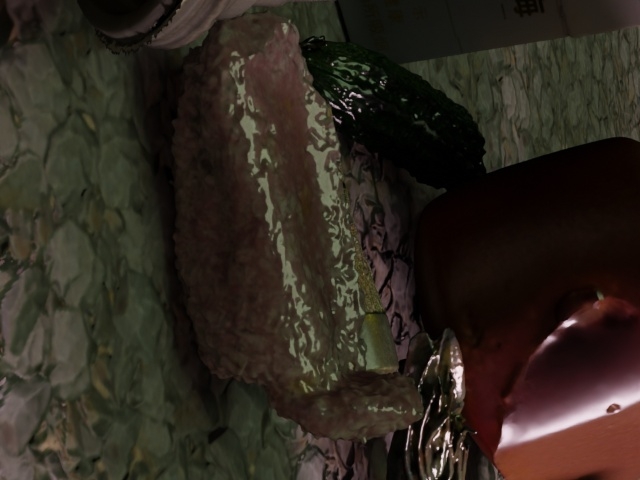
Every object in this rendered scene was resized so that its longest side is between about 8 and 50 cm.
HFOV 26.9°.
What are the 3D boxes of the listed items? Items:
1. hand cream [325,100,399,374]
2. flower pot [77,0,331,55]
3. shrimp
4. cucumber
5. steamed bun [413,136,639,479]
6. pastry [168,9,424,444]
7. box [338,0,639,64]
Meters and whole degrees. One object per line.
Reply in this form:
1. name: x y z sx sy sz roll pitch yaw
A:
1. hand cream: 0.000 0.000 0.907 0.084 0.084 0.203 6 75 -63
2. flower pot: -0.032 -0.203 0.671 0.141 0.235 0.235 2 83 -31
3. shrimp: 0.088 0.201 0.942 0.169 0.058 0.296 -118 -160 -47
4. cucumber: 0.057 -0.096 1.026 0.265 0.077 0.077 21 67 -62
5. steamed bun: 0.208 0.055 1.089 0.379 0.235 0.248 48 23 -63
6. pastry: -0.032 -0.001 0.812 0.103 0.112 0.265 -15 88 -52
7. box: 0.127 -0.224 1.002 0.067 0.243 0.155 -58 135 -53
